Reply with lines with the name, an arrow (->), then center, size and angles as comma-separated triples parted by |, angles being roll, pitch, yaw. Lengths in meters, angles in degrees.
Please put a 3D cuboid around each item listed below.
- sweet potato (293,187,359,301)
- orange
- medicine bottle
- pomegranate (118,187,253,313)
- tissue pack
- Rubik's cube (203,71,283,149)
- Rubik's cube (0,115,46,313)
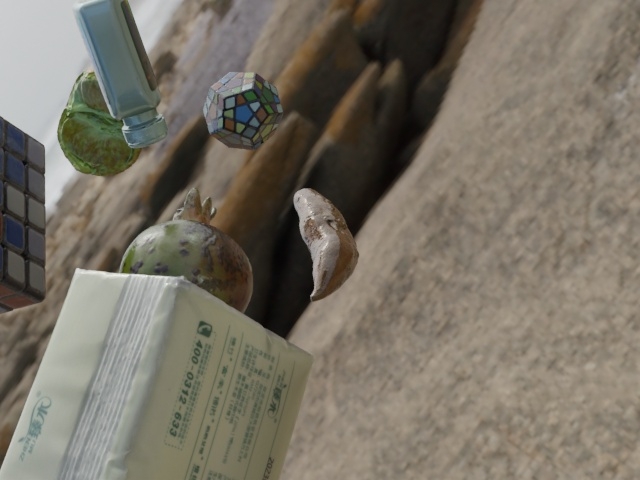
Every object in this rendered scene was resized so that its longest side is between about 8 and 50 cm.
sweet potato -> 0.015, 0.000, 2.198 | 0.355, 0.106, 0.095 | -101, 3, -54
orange -> -0.431, -0.257, 2.325 | 0.158, 0.179, 0.237 | -80, 12, -62
medicine bottle -> -0.292, -0.252, 1.684 | 0.083, 0.229, 0.121 | -18, 20, -3
pomegranate -> -0.192, 0.050, 1.659 | 0.198, 0.198, 0.246 | -46, 17, 26
tissue pack -> -0.189, 0.253, 1.286 | 0.207, 0.297, 0.381 | 5, 69, 37
Rubik's cube -> -0.128, -0.213, 1.876 | 0.133, 0.133, 0.112 | -52, 13, 6
Rubik's cube -> -0.619, -0.044, 1.754 | 0.291, 0.293, 0.287 | -14, 65, 17
